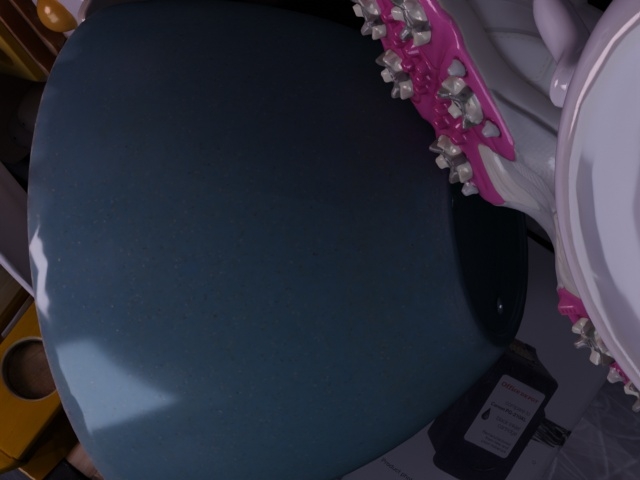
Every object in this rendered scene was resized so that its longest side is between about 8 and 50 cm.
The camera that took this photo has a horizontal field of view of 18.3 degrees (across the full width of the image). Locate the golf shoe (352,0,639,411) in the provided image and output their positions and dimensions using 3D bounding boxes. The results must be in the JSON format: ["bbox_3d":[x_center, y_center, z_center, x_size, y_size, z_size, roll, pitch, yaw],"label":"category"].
[{"bbox_3d":[0.133,-0.059,0.938,0.306,0.140,0.115,54,168,5],"label":"golf shoe"}]

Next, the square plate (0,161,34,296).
[{"bbox_3d":[-0.298,-0.086,1.453,0.347,0.049,0.344,43,172,32],"label":"square plate"}]

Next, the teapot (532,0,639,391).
[{"bbox_3d":[0.223,-0.033,0.766,0.252,0.187,0.256,-22,96,43],"label":"teapot"}]

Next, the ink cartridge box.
[{"bbox_3d":[0.081,0.131,1.232,0.100,0.237,0.172,36,159,3],"label":"ink cartridge box"}]

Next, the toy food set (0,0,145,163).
[{"bbox_3d":[-0.177,-0.098,1.297,0.306,0.092,0.220,17,153,45],"label":"toy food set"}]

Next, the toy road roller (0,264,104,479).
[{"bbox_3d":[-0.228,0.122,1.722,0.329,0.202,0.240,37,174,1],"label":"toy road roller"}]

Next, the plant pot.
[{"bbox_3d":[0.000,0.000,1.074,0.195,0.290,0.290,-7,141,23],"label":"plant pot"}]
